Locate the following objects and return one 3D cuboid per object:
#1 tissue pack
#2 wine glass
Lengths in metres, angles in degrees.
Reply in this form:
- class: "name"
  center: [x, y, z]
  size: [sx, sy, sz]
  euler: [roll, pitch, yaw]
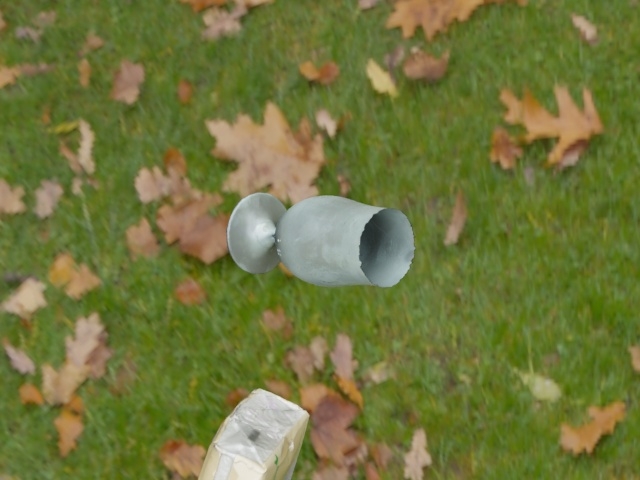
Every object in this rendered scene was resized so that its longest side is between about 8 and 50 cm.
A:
- class: "tissue pack"
  center: [-0.096, 0.305, 1.576]
  size: [0.090, 0.186, 0.222]
  euler: [20, 108, 10]
- class: "wine glass"
  center: [0.000, 0.000, 1.372]
  size: [0.202, 0.093, 0.093]
  euler: [5, 60, 49]
